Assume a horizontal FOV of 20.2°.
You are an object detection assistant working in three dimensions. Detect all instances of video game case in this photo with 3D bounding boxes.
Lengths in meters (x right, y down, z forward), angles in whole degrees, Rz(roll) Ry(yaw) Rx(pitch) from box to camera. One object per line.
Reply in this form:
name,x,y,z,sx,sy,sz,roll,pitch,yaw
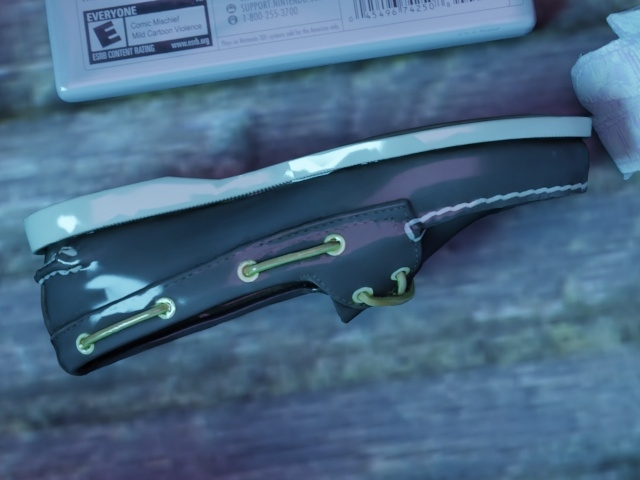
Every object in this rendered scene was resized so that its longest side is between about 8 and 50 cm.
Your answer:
video game case,-0.022,-0.162,0.757,0.201,0.023,0.183,-8,82,0

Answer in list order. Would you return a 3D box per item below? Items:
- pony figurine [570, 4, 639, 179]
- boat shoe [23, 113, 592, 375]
pony figurine,0.265,0.018,0.599,0.363,0.351,0.303,-16,86,-20
boat shoe,0.000,0.000,0.709,0.227,0.081,0.069,-12,85,6
